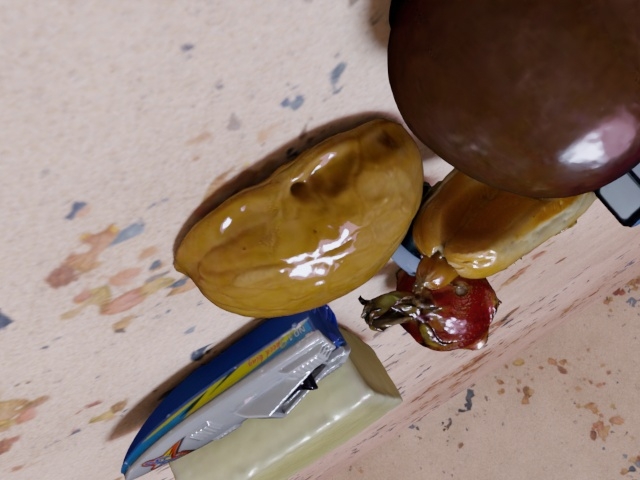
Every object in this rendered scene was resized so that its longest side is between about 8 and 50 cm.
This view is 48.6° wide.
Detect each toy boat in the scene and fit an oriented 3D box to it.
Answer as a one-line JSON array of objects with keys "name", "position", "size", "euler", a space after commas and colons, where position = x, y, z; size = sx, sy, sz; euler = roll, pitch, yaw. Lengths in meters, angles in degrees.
[{"name": "toy boat", "position": [-0.102, 0.180, 0.784], "size": [0.295, 0.088, 0.129], "euler": [-35, 158, 5]}]

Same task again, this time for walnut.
[{"name": "walnut", "position": [0.000, 0.003, 0.547], "size": [0.211, 0.087, 0.167], "euler": [-30, 162, -6]}]

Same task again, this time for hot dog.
[{"name": "hot dog", "position": [0.165, -0.039, 0.609], "size": [0.269, 0.109, 0.072], "euler": [-35, 145, -32]}]

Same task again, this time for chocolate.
[{"name": "chocolate", "position": [0.125, -0.103, 0.395], "size": [0.177, 0.176, 0.176], "euler": [-28, 158, -12]}]

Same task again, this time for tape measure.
[{"name": "tape measure", "position": [0.092, -0.012, 0.647], "size": [0.054, 0.091, 0.094], "euler": [-40, 176, 34]}]

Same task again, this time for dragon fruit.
[{"name": "dragon fruit", "position": [0.126, 0.079, 0.846], "size": [0.246, 0.125, 0.125], "euler": [3, 142, -46]}]

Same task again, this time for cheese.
[{"name": "cheese", "position": [-0.041, 0.238, 0.950], "size": [0.265, 0.124, 0.242], "euler": [-34, 155, 5]}]

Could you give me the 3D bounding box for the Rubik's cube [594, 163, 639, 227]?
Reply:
[{"name": "Rubik's cube", "position": [0.276, -0.130, 0.550], "size": [0.151, 0.155, 0.154], "euler": [-23, 157, -25]}]
